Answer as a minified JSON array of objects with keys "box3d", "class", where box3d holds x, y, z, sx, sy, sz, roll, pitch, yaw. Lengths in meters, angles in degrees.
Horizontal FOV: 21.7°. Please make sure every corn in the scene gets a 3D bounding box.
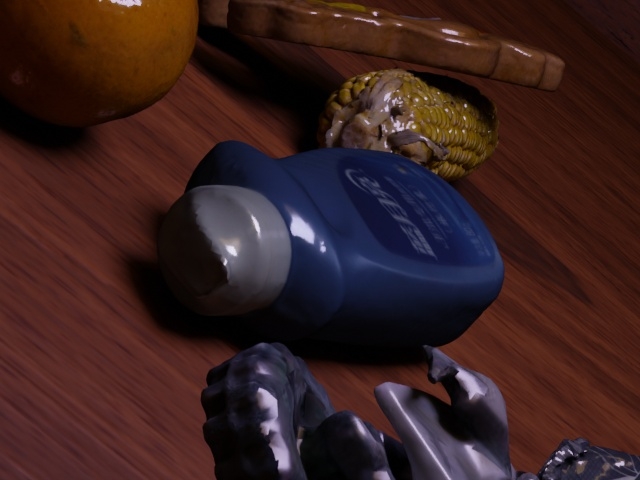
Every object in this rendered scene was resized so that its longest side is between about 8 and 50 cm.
[{"box3d":[0.081,-0.091,1.345,0.106,0.106,0.293,45,20,10],"class":"corn"}]

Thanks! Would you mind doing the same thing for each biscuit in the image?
[{"box3d":[0.053,-0.163,1.326,0.295,0.044,0.186,7,10,-25],"class":"biscuit"}]

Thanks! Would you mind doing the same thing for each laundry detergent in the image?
[{"box3d":[0.000,0.000,1.006,0.143,0.094,0.290,53,22,20],"class":"laundry detergent"}]

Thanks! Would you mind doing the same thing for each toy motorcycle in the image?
[{"box3d":[0.055,0.162,0.723,0.327,0.143,0.188,39,20,-56],"class":"toy motorcycle"}]

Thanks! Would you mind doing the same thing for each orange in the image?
[{"box3d":[-0.149,-0.136,0.980,0.156,0.124,0.156,23,40,-21],"class":"orange"}]

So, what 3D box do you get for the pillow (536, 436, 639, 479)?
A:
[{"box3d":[0.253,0.243,0.966,0.335,0.092,0.161,46,24,17],"class":"pillow"}]
